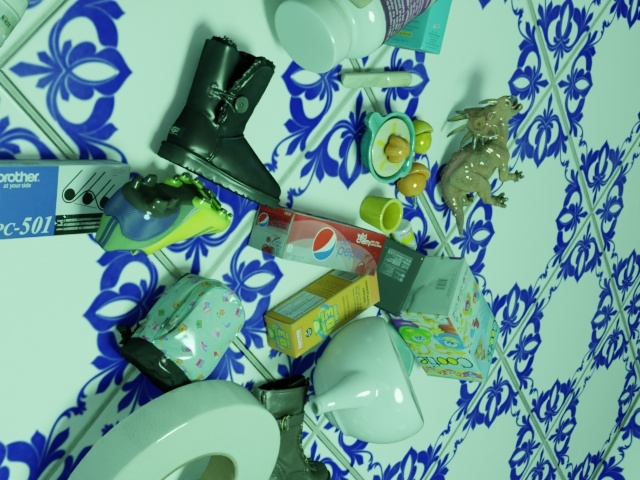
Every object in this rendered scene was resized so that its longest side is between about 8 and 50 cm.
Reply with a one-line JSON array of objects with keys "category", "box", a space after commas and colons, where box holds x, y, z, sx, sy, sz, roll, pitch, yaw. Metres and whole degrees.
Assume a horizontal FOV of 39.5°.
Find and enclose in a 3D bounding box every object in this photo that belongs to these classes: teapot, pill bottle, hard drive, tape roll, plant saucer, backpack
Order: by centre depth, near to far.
[{"category": "backpack", "box": [-0.205, 0.141, 1.385, 0.182, 0.115, 0.152, -53, 135, -23]}, {"category": "tape roll", "box": [-0.235, 0.393, 1.407, 0.392, 0.072, 0.392, -30, 142, -27]}, {"category": "pill bottle", "box": [0.070, -0.398, 1.430, 0.301, 0.169, 0.169, -43, 134, -29]}, {"category": "teapot", "box": [0.069, 0.271, 1.648, 0.187, 0.252, 0.256, -22, 128, 5]}, {"category": "hard drive", "box": [0.138, 0.071, 1.769, 0.022, 0.094, 0.135, 105, 10, -83]}, {"category": "pill bottle", "box": [0.170, 0.000, 1.808, 0.043, 0.043, 0.083, -45, 135, -27]}, {"category": "plant saucer", "box": [0.152, 0.269, 1.905, 0.195, 0.037, 0.195, -21, 120, -43]}]

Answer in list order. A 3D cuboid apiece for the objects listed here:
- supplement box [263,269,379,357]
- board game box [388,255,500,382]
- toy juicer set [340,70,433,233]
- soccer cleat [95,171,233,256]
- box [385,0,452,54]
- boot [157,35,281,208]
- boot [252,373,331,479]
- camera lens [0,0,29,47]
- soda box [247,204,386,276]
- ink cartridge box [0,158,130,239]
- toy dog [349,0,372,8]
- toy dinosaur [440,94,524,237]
[{"category": "supplement box", "box": [0.006, 0.124, 1.647, 0.233, 0.080, 0.078, -30, 125, -35]}, {"category": "board game box", "box": [0.263, 0.168, 1.884, 0.275, 0.142, 0.144, 56, 46, -44]}, {"category": "toy juicer set", "box": [0.151, -0.192, 1.671, 0.209, 0.089, 0.329, -35, 129, -34]}, {"category": "soccer cleat", "box": [-0.225, -0.030, 1.289, 0.121, 0.093, 0.289, -49, 166, 13]}, {"category": "box", "box": [0.185, -0.462, 1.588, 0.060, 0.100, 0.244, 0, 105, -49]}, {"category": "boot", "box": [-0.114, -0.177, 1.368, 0.246, 0.094, 0.207, 27, 89, -44]}, {"category": "boot", "box": [-0.048, 0.368, 1.684, 0.263, 0.091, 0.229, 8, 91, -57]}, {"category": "camera lens", "box": [-0.376, -0.341, 0.905, 0.219, 0.219, 0.274, 33, 80, -50]}, {"category": "soda box", "box": [0.000, 0.000, 1.576, 0.263, 0.092, 0.083, 12, 95, -50]}, {"category": "ink cartridge box", "box": [-0.354, -0.057, 1.185, 0.207, 0.046, 0.097, -6, 109, -47]}, {"category": "toy dog", "box": [0.084, -0.500, 1.283, 0.220, 0.161, 0.333, 24, 56, -33]}, {"category": "toy dinosaur", "box": [0.315, -0.164, 1.853, 0.200, 0.127, 0.295, 26, 97, -43]}]
